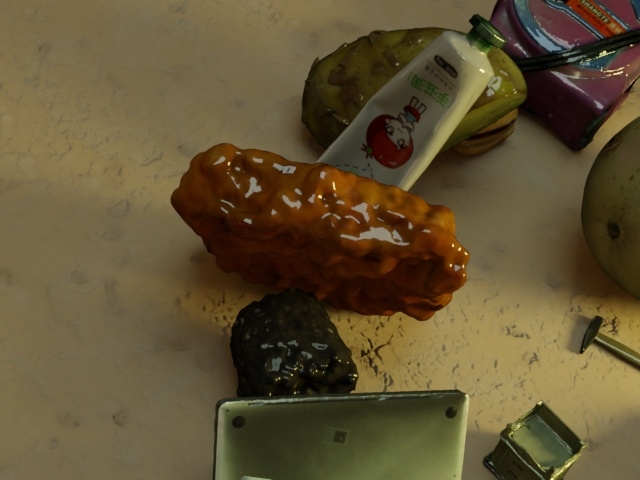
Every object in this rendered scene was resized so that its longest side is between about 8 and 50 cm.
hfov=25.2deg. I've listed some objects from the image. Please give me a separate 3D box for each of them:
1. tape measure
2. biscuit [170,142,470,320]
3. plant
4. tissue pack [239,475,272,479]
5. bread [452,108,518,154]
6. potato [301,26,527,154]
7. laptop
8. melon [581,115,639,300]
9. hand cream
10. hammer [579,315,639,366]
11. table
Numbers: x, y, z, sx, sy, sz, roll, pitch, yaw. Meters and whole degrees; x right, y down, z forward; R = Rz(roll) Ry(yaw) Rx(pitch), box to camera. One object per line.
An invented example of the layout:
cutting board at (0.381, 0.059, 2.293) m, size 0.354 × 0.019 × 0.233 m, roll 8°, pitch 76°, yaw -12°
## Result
tape measure at (0.335, -0.266, 1.978) m, size 0.231 × 0.149 × 0.245 m, roll 40°, pitch 60°, yaw 14°
biscuit at (0.000, 0.000, 1.574) m, size 0.318 × 0.312 × 0.111 m, roll 13°, pitch 78°, yaw 2°
plant at (-0.022, 0.159, 1.544) m, size 0.142 × 0.131 × 0.203 m, roll -4°, pitch 47°, yaw -16°
tissue pack at (0.045, 0.449, 1.281) m, size 0.331 × 0.205 × 0.405 m, roll 11°, pitch 50°, yaw -7°
bread at (0.166, -0.201, 1.919) m, size 0.116 × 0.077 × 0.200 m, roll -28°, pitch 62°, yaw -30°
potato at (0.112, -0.179, 1.793) m, size 0.298 × 0.176 × 0.141 m, roll -4°, pitch 1°, yaw 28°
laptop at (0.020, 0.247, 1.471) m, size 0.269 × 0.188 × 0.015 m, roll 0°, pitch 16°, yaw -16°
melon at (0.477, -0.046, 1.754) m, size 0.330 × 0.268 × 0.268 m, roll -16°, pitch 58°, yaw -31°
hand cream at (0.093, -0.127, 1.704) m, size 0.121 × 0.336 × 0.076 m, roll 46°, pitch 18°, yaw 15°
hammer at (0.408, 0.161, 1.733) m, size 0.199 × 0.013 × 0.062 m, roll 30°, pitch 51°, yaw 11°
table at (0.236, 0.236, 1.581) m, size 0.062 × 0.083 × 0.079 m, roll -31°, pitch 66°, yaw -33°
